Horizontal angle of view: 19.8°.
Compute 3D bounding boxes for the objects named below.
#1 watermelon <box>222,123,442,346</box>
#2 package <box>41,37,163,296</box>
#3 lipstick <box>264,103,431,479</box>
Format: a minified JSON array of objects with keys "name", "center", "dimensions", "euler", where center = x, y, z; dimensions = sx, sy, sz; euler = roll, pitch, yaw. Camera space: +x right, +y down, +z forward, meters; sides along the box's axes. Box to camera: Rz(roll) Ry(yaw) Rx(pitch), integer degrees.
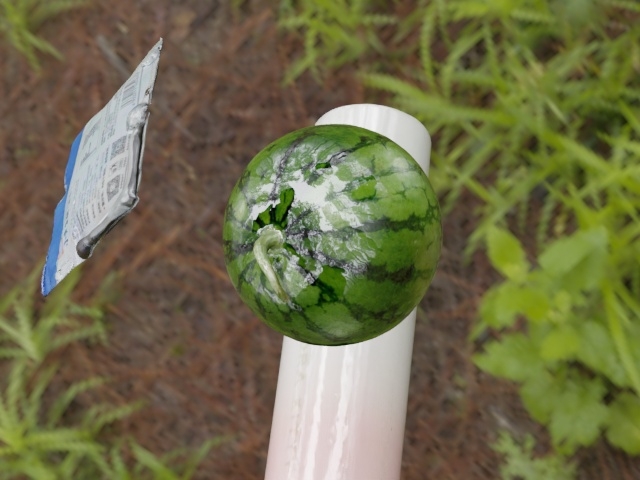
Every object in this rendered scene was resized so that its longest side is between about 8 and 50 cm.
[{"name":"watermelon","center":[0.002,-0.003,0.800],"dimensions":[0.109,0.109,0.109],"euler":[-17,54,26]},{"name":"package","center":[-0.179,-0.059,1.494],"dimensions":[0.173,0.027,0.171],"euler":[-43,34,47]},{"name":"lipstick","center":[0.019,0.065,1.218],"dimensions":[0.087,0.087,0.327],"euler":[-12,54,29]}]
